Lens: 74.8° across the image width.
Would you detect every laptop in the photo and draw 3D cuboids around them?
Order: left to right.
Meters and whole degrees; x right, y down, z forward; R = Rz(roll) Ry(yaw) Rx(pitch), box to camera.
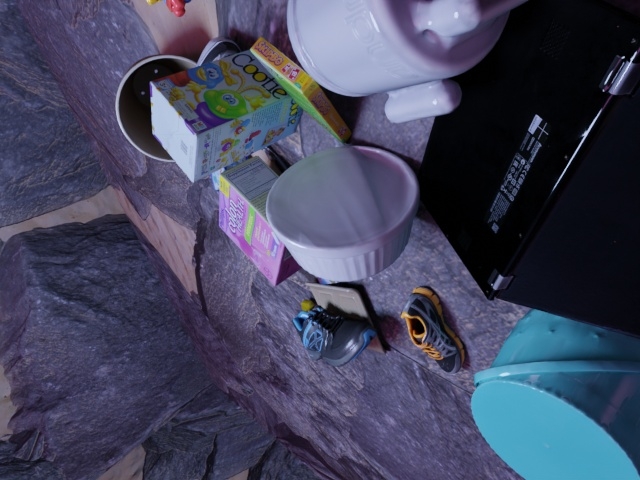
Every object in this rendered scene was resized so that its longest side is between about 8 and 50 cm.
[{"bbox_3d":[0.351,-0.099,0.544,0.382,0.236,0.408,96,158,-46],"label":"laptop"}]

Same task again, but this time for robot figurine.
[{"bbox_3d":[0.082,-0.291,0.515,0.353,0.199,0.300,23,139,63],"label":"robot figurine"}]

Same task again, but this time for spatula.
[{"bbox_3d":[-0.131,-0.218,1.056,0.296,0.030,0.084,46,145,14],"label":"spatula"}]

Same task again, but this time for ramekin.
[{"bbox_3d":[0.047,-0.045,0.778,0.273,0.273,0.127,30,152,34],"label":"ramekin"}]

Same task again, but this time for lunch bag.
[{"bbox_3d":[-0.269,-0.233,1.175,0.129,0.096,0.151,-26,79,58],"label":"lunch bag"}]

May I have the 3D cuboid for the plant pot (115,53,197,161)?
[{"bbox_3d":[-0.418,-0.379,1.117,0.274,0.256,0.257,47,152,48],"label":"plant pot"}]

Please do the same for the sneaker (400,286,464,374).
[{"bbox_3d":[0.238,0.209,0.914,0.084,0.083,0.215,-15,108,55],"label":"sneaker"}]

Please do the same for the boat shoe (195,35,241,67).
[{"bbox_3d":[-0.266,-0.310,0.971,0.306,0.113,0.105,-47,43,24],"label":"boat shoe"}]

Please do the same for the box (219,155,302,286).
[{"bbox_3d":[-0.138,-0.046,1.057,0.243,0.117,0.213,46,148,17],"label":"box"}]

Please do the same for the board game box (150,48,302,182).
[{"bbox_3d":[-0.179,-0.263,0.846,0.142,0.275,0.144,49,148,10],"label":"board game box"}]

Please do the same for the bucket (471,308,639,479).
[{"bbox_3d":[0.391,0.258,0.661,0.281,0.183,0.281,33,142,31],"label":"bucket"}]

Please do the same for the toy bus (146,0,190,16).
[{"bbox_3d":[-0.331,-0.580,0.843,0.211,0.149,0.220,58,166,-7],"label":"toy bus"}]

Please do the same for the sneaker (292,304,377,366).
[{"bbox_3d":[0.019,0.249,1.128,0.140,0.125,0.341,54,149,-4],"label":"sneaker"}]

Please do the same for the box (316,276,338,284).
[{"bbox_3d":[0.000,0.000,1.070,0.159,0.044,0.233,-16,106,58],"label":"box"}]

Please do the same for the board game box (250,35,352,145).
[{"bbox_3d":[-0.020,-0.253,0.753,0.124,0.039,0.259,44,-174,17],"label":"board game box"}]

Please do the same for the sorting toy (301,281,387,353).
[{"bbox_3d":[0.044,0.208,1.216,0.307,0.041,0.229,1,124,53],"label":"sorting toy"}]
